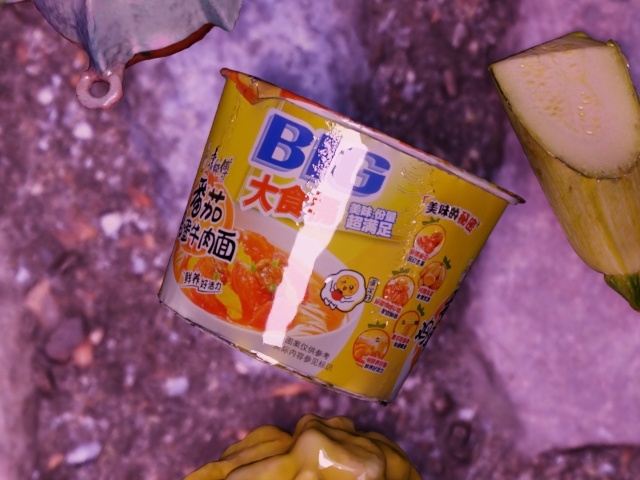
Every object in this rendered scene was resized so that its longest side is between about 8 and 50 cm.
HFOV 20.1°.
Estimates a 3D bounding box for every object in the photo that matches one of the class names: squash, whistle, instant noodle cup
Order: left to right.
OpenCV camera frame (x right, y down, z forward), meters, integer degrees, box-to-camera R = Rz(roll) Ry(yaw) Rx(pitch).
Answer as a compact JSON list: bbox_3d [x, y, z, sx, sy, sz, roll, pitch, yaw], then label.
[{"bbox_3d":[-0.105,-0.244,1.129,0.142,0.133,0.346,1,72,32],"label":"whistle"},{"bbox_3d":[0.000,0.000,1.098,0.205,0.205,0.153,25,93,-6],"label":"instant noodle cup"},{"bbox_3d":[0.184,-0.039,1.177,0.090,0.075,0.200,-25,92,-35],"label":"squash"}]

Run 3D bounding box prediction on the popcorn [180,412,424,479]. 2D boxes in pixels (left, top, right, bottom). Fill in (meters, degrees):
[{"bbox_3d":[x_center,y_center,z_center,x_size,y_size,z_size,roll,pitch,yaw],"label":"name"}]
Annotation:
[{"bbox_3d":[-0.020,0.232,1.054,0.235,0.242,0.250,43,93,12],"label":"popcorn"}]
